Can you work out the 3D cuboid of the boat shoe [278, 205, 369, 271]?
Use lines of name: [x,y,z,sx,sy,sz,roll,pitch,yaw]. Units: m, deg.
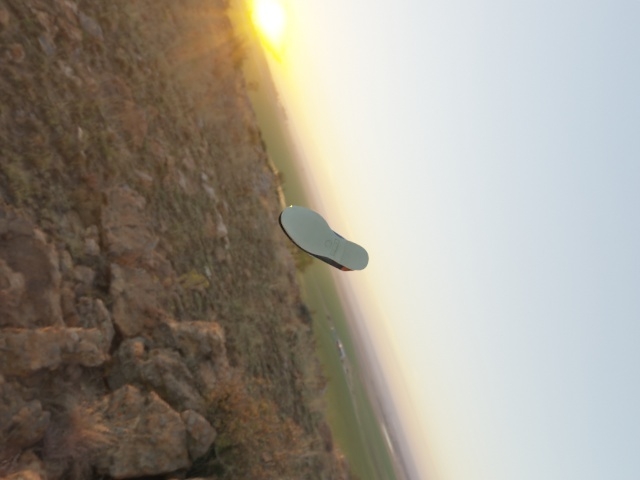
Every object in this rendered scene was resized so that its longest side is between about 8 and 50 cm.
boat shoe: [0.000,0.000,0.704,0.137,0.049,0.043,30,-12,-26]
